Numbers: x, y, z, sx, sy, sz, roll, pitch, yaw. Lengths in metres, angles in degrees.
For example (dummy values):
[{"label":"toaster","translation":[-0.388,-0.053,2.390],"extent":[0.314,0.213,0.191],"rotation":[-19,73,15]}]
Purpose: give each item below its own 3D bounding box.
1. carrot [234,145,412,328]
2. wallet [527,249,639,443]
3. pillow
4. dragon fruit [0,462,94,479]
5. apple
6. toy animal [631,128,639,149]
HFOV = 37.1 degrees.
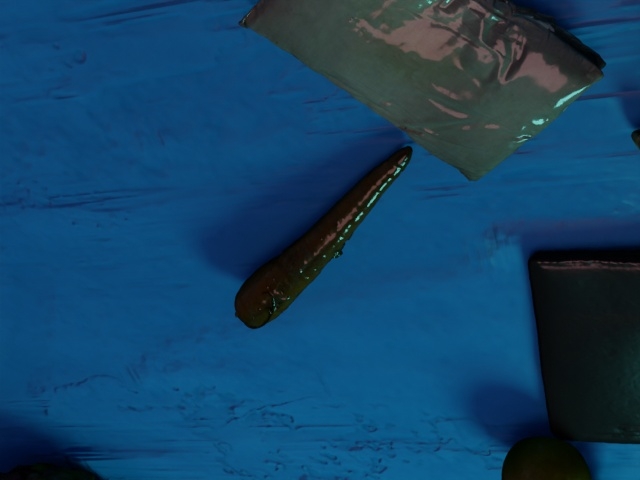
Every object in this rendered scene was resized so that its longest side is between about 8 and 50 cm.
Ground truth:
[{"label":"carrot","translation":[0.000,0.000,0.842],"extent":[0.049,0.049,0.254],"rotation":[35,126,-15]},{"label":"wallet","translation":[0.261,0.106,0.869],"extent":[0.124,0.025,0.244],"rotation":[-1,131,20]},{"label":"pillow","translation":[0.072,-0.145,0.692],"extent":[0.230,0.050,0.148],"rotation":[34,125,-11]},{"label":"dragon fruit","translation":[-0.331,0.406,1.144],"extent":[0.296,0.314,0.263],"rotation":[28,108,-38]},{"label":"apple","translation":[0.227,0.238,0.953],"extent":[0.089,0.074,0.089],"rotation":[9,162,3]},{"label":"toy animal","translation":[0.294,-0.066,0.681],"extent":[0.101,0.103,0.218],"rotation":[-35,113,15]}]
